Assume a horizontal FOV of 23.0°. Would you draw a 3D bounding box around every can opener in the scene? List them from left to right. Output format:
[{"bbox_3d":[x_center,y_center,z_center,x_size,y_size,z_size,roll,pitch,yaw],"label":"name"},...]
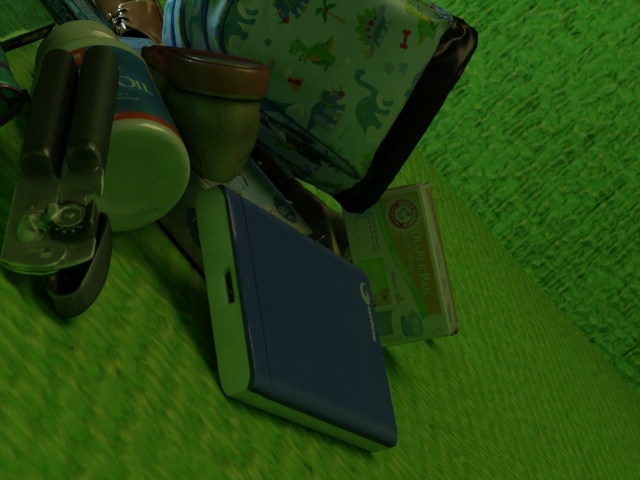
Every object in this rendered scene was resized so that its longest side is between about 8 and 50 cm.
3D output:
[{"bbox_3d":[-0.212,-0.052,1.327,0.283,0.076,0.095,-91,174,-50],"label":"can opener"}]

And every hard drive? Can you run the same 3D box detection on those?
[{"bbox_3d":[-0.019,0.088,1.612,0.319,0.040,0.210,32,44,-58],"label":"hard drive"}]

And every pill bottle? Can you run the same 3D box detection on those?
[{"bbox_3d":[-0.211,-0.119,1.513,0.124,0.124,0.221,40,14,-41],"label":"pill bottle"}]

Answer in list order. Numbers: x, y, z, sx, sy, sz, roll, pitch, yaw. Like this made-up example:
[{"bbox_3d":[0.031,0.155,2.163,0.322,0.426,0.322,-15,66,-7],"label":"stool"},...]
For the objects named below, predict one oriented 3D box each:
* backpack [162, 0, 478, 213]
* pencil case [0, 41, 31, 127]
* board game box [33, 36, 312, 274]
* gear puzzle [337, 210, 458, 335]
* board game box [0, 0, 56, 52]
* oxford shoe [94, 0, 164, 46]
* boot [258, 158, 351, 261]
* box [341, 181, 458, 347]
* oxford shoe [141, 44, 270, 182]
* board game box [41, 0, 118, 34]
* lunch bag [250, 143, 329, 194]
[{"bbox_3d":[-0.016,-0.234,1.906,0.355,0.290,0.273,33,-2,-6],"label":"backpack"},{"bbox_3d":[-0.311,-0.170,1.390,0.070,0.064,0.151,97,-31,-61],"label":"pencil case"},{"bbox_3d":[-0.156,-0.095,1.797,0.318,0.066,0.319,50,11,2],"label":"board game box"},{"bbox_3d":[0.082,0.048,2.348,0.339,0.044,0.175,32,22,-49],"label":"gear puzzle"},{"bbox_3d":[-0.380,-0.283,1.504,0.259,0.030,0.136,51,35,4],"label":"board game box"},{"bbox_3d":[-0.252,-0.294,2.082,0.212,0.076,0.076,52,22,15],"label":"oxford shoe"},{"bbox_3d":[0.000,0.000,2.084,0.165,0.077,0.213,41,13,-49],"label":"boot"},{"bbox_3d":[0.106,0.031,2.078,0.103,0.114,0.203,-22,100,-78],"label":"box"},{"bbox_3d":[-0.132,-0.133,1.639,0.123,0.130,0.348,6,8,-8],"label":"oxford shoe"},{"bbox_3d":[-0.338,-0.328,1.962,0.186,0.026,0.126,52,11,8],"label":"board game box"},{"bbox_3d":[-0.079,-0.207,2.181,0.235,0.169,0.287,40,-9,-34],"label":"lunch bag"}]
